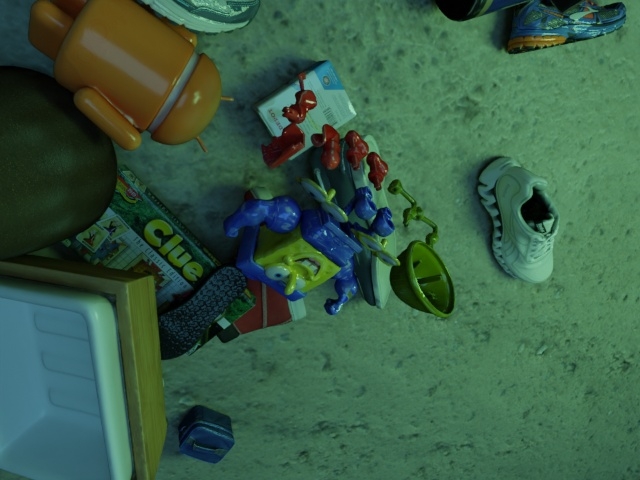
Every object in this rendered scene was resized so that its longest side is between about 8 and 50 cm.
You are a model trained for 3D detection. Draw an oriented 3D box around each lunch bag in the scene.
[{"bbox_3d":[-0.204,0.345,0.767,0.098,0.065,0.067,34,96,-29],"label":"lunch bag"}]

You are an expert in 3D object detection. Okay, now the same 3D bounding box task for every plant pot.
[{"bbox_3d":[-0.352,-0.060,0.426,0.215,0.230,0.215,-2,110,-4],"label":"plant pot"}]

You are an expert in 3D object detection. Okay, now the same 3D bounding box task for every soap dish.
[{"bbox_3d":[-0.308,0.158,0.538,0.229,0.118,0.291,7,109,13],"label":"soap dish"}]

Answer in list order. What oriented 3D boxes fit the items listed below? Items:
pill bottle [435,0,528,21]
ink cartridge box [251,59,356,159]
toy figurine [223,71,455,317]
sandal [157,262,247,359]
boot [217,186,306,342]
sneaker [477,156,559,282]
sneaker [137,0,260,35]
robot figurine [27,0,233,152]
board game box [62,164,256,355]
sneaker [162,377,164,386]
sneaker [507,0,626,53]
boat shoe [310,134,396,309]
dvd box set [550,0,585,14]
[{"bbox_3d":[0.279,-0.402,0.615,0.219,0.123,0.123,-22,117,-11],"label":"pill bottle"},{"bbox_3d":[-0.024,-0.187,0.627,0.122,0.052,0.088,-36,119,-6],"label":"ink cartridge box"},{"bbox_3d":[0.000,0.000,0.573,0.217,0.191,0.362,-28,135,26],"label":"toy figurine"},{"bbox_3d":[-0.176,0.098,0.604,0.179,0.040,0.067,-41,113,-3],"label":"sandal"},{"bbox_3d":[-0.127,0.047,0.667,0.176,0.088,0.244,-16,119,-13],"label":"boot"},{"bbox_3d":[0.392,-0.016,0.820,0.110,0.118,0.292,-37,120,-6],"label":"sneaker"},{"bbox_3d":[-0.171,-0.321,0.440,0.283,0.110,0.122,15,148,-40],"label":"sneaker"},{"bbox_3d":[-0.212,-0.196,0.509,0.219,0.158,0.128,30,115,-28],"label":"robot figurine"},{"bbox_3d":[-0.226,0.036,0.610,0.136,0.030,0.260,-39,107,9],"label":"board game box"},{"bbox_3d":[-0.356,0.287,0.664,0.236,0.104,0.095,-28,119,-7],"label":"sneaker"},{"bbox_3d":[0.406,-0.366,0.705,0.221,0.083,0.087,-17,110,-17],"label":"sneaker"},{"bbox_3d":[0.060,-0.020,0.721,0.099,0.116,0.319,3,127,24],"label":"boat shoe"},{"bbox_3d":[0.366,-0.537,0.541,0.420,0.062,0.307,-43,98,-9],"label":"dvd box set"}]
